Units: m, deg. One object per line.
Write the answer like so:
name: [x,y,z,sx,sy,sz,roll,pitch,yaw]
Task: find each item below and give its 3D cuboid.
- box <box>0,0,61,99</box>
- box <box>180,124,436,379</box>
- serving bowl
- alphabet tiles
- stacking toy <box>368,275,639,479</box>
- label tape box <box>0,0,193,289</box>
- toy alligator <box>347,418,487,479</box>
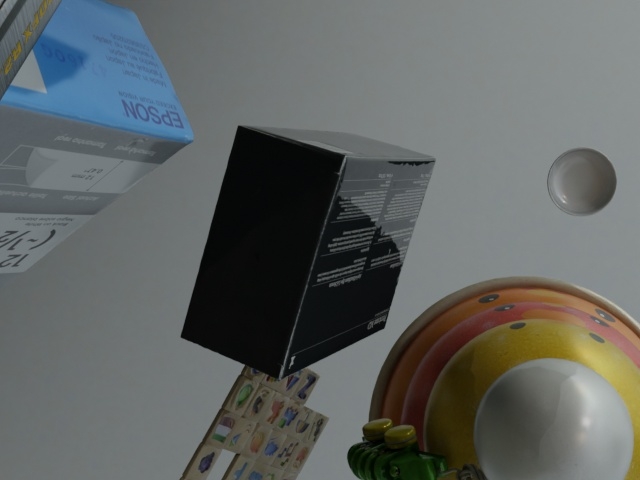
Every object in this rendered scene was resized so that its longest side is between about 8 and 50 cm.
box: [-0.165,-0.139,0.335,0.231,0.183,0.056,-65,-177,-17]
box: [0.000,0.000,0.889,0.261,0.103,0.184,-10,116,-68]
serving bowl: [0.313,-0.071,1.208,0.083,0.083,0.027,-49,-176,5]
alphabet tiles: [-0.065,0.229,1.125,0.009,0.237,0.198,26,-98,29]
stacking toy: [0.208,0.179,0.912,0.351,0.350,0.480,-53,169,-5]
label tape box: [-0.285,-0.022,0.590,0.347,0.115,0.249,-36,161,24]
toy alligator: [0.068,0.194,0.854,0.051,0.056,0.189,-19,-172,-24]
